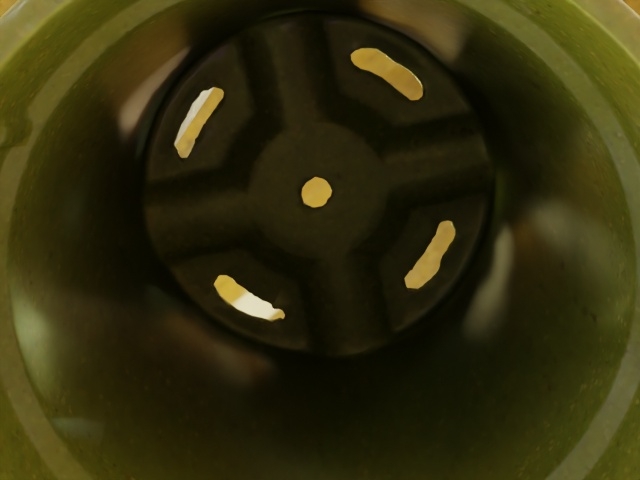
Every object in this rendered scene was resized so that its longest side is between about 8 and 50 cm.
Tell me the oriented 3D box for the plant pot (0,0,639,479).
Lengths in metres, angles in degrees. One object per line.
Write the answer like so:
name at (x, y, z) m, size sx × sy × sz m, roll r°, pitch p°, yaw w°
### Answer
plant pot at (0.000, 0.000, 0.529) m, size 0.276 × 0.276 × 0.254 m, roll -42°, pitch 10°, yaw 9°

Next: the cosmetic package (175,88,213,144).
cosmetic package at (-0.111, -0.137, 0.898) m, size 0.099 × 0.060 × 0.239 m, roll 91°, pitch -161°, yaw -46°
